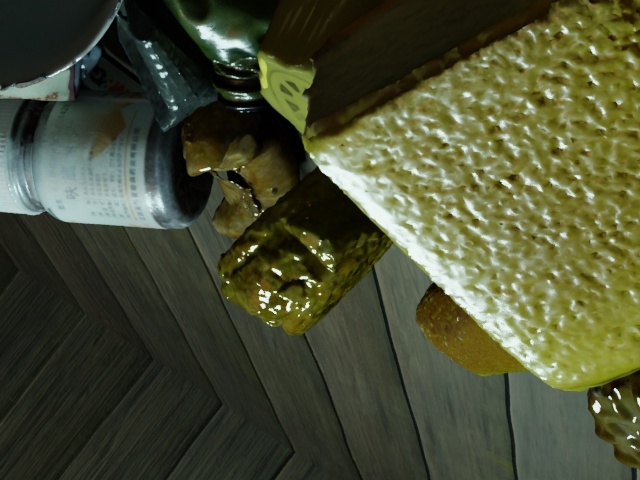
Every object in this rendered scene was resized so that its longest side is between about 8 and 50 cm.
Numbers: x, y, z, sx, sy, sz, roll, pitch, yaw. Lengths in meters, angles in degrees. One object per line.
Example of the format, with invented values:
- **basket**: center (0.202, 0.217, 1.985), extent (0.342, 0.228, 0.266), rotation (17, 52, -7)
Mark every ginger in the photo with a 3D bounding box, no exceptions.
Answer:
- **ginger**: center (-0.089, -0.092, 1.981), extent (0.107, 0.133, 0.309), rotation (21, 168, 17)

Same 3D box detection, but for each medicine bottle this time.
- **medicine bottle**: center (-0.279, -0.102, 2.064), extent (0.273, 0.165, 0.165), rotation (4, 153, 17)

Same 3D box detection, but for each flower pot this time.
- **flower pot**: center (0.048, -0.168, 1.387), extent (0.195, 0.179, 0.195), rotation (33, 162, 12)

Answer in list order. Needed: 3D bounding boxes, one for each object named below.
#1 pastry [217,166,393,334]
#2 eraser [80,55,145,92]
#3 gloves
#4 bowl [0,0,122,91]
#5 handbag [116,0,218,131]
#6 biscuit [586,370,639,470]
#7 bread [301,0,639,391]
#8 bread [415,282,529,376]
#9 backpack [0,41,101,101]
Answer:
- **pastry**: center (-0.004, -0.009, 1.839), extent (0.132, 0.240, 0.235), rotation (40, 163, 7)
- **eraser**: center (-0.295, -0.167, 2.210), extent (0.279, 0.124, 0.081), rotation (37, 165, 1)
- **gloves**: center (-0.089, -0.239, 1.599), extent (0.135, 0.107, 0.268), rotation (0, 139, 13)
- **bowl**: center (-0.287, -0.327, 1.597), extent (0.345, 0.345, 0.157), rotation (35, -152, 9)
- **handbag**: center (-0.179, -0.233, 1.729), extent (0.175, 0.088, 0.270), rotation (60, -178, -46)
- **biscuit**: center (0.429, 0.222, 1.805), extent (0.332, 0.103, 0.332), rotation (34, 165, 11)
- **bread**: center (0.198, -0.063, 1.215), extent (0.323, 0.143, 0.333), rotation (-26, 121, 36)
- **bread**: center (0.194, 0.087, 1.920), extent (0.132, 0.103, 0.172), rotation (40, 163, -11)
- **backpack**: center (-0.379, -0.287, 1.887), extent (0.283, 0.197, 0.317), rotation (0, 158, -12)
